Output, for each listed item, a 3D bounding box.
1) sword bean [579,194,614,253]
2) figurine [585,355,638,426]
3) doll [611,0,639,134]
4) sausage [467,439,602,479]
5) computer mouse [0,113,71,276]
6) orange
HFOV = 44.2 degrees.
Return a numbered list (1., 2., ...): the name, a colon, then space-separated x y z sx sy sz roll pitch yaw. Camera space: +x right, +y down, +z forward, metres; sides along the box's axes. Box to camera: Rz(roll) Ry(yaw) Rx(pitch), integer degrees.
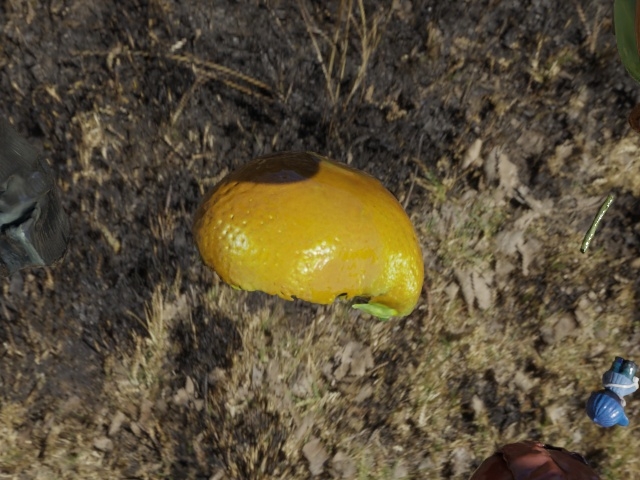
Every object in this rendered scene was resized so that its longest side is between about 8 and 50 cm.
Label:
1. sword bean: 0.354 -0.021 1.015 0.012 0.012 0.083 29 90 5
2. figurine: 0.555 0.288 1.492 0.077 0.079 0.136 18 85 39
3. doll: 0.274 -0.120 0.471 0.213 0.236 0.213 8 70 -24
4. sausage: 0.200 0.332 0.848 0.152 0.279 0.152 18 28 -10
5. computer mouse: -0.140 -0.024 0.347 0.047 0.135 0.079 -38 113 -20
6. orange: 0.004 -0.008 1.056 0.196 0.334 0.262 -54 44 18
